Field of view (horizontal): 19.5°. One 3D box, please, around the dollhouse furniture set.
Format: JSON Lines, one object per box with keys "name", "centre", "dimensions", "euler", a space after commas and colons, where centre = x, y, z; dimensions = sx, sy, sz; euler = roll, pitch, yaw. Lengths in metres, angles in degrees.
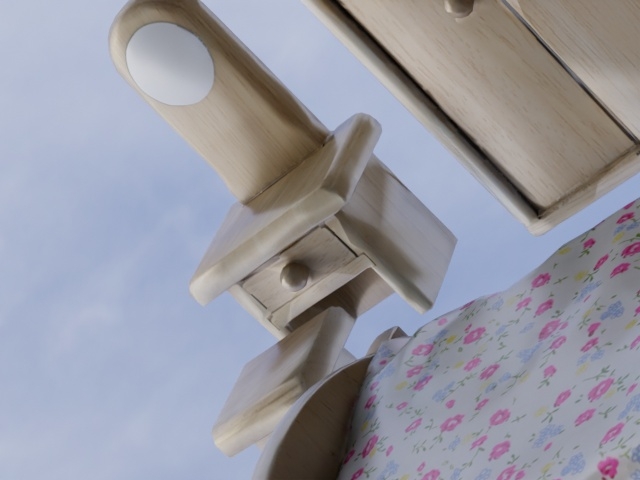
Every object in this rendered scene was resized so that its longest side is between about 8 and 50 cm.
{"name": "dollhouse furniture set", "centre": [0.000, 0.000, 0.488], "dimensions": [0.174, 0.303, 0.355], "euler": [44, -143, -14]}
